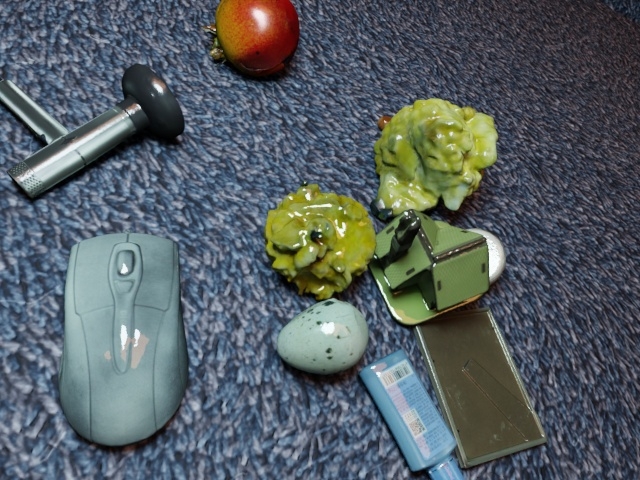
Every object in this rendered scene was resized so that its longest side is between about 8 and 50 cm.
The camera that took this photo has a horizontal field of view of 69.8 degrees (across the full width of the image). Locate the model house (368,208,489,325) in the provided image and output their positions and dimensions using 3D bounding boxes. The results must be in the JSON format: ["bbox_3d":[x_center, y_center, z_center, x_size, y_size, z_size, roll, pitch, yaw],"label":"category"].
[{"bbox_3d":[0.224,0.013,0.867,0.219,0.278,0.204,-20,67,-10],"label":"model house"}]

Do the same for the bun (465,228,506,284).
[{"bbox_3d":[0.347,0.048,1.040,0.138,0.094,0.138,-7,65,15],"label":"bun"}]

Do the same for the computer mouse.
[{"bbox_3d":[-0.308,0.122,0.728,0.189,0.121,0.370,0,57,-22],"label":"computer mouse"}]

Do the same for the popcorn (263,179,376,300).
[{"bbox_3d":[-0.003,0.000,0.876,0.218,0.169,0.189,12,57,5],"label":"popcorn"}]

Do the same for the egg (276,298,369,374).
[{"bbox_3d":[0.004,0.169,0.807,0.165,0.131,0.131,-4,62,-20],"label":"egg"}]

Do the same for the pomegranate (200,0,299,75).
[{"bbox_3d":[-0.165,-0.507,1.117,0.236,0.210,0.210,-14,61,8],"label":"pomegranate"}]

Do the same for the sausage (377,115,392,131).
[{"bbox_3d":[0.214,-0.297,1.230,0.131,0.039,0.041,17,63,-9],"label":"sausage"}]

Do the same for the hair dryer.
[{"bbox_3d":[-0.478,-0.265,0.880,0.320,0.156,0.284,-34,86,-25],"label":"hair dryer"}]

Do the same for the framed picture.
[{"bbox_3d":[0.318,0.280,0.929,0.213,0.016,0.289,-4,62,-24],"label":"framed picture"}]

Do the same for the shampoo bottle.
[{"bbox_3d":[0.171,0.328,0.815,0.104,0.061,0.258,-18,68,-30],"label":"shampoo bottle"}]

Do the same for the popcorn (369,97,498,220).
[{"bbox_3d":[0.272,-0.199,1.068,0.237,0.293,0.292,-3,60,-44],"label":"popcorn"}]
